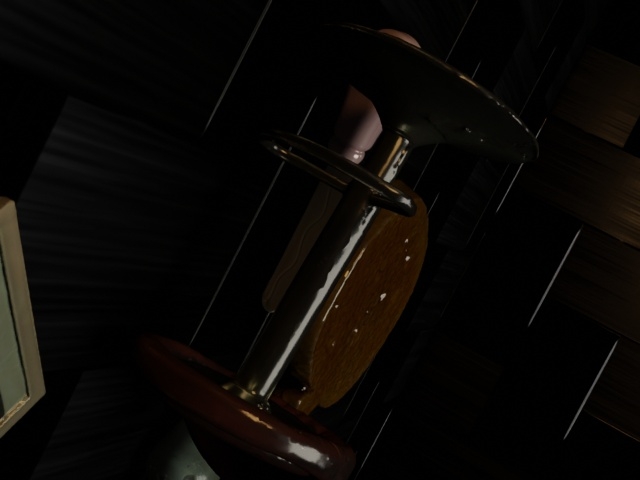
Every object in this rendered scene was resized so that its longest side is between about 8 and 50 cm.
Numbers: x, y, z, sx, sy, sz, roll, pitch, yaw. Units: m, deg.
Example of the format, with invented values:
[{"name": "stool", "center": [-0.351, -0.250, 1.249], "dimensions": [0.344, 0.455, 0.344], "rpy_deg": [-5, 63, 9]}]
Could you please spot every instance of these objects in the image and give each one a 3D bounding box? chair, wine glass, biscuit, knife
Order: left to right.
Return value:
[{"name": "wine glass", "center": [-0.160, 0.259, 1.016], "dimensions": [0.195, 0.079, 0.079], "rpy_deg": [-52, 162, -25]}, {"name": "chair", "center": [-0.005, 0.042, 0.864], "dimensions": [0.401, 0.227, 0.226], "rpy_deg": [-61, 165, -4]}, {"name": "knife", "center": [0.023, -0.057, 1.050], "dimensions": [0.043, 0.081, 0.335], "rpy_deg": [-1, 121, -48]}, {"name": "biscuit", "center": [0.033, 0.090, 1.365], "dimensions": [0.350, 0.070, 0.394], "rpy_deg": [-53, 162, -22]}]

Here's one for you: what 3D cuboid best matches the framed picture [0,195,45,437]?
[{"name": "framed picture", "center": [-0.262, 0.121, 0.562], "dimensions": [0.281, 0.019, 0.209], "rpy_deg": [-50, 161, -36]}]
